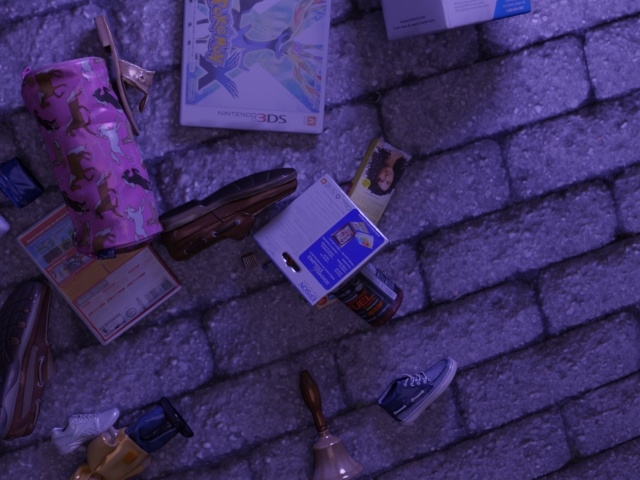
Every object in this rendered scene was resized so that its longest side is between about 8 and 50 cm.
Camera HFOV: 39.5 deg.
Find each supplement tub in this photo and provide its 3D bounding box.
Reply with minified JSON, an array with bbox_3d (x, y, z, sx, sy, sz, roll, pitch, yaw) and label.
[{"bbox_3d":[0.075,0.089,1.901,0.198,0.106,0.106,40,89,-16],"label":"supplement tub"}]

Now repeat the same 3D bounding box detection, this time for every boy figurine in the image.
[{"bbox_3d":[-0.409,0.440,1.831,0.285,0.092,0.177,-36,141,-12],"label":"boy figurine"}]

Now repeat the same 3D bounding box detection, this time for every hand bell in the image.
[{"bbox_3d":[0.001,0.402,1.953,0.126,0.126,0.242,-17,90,-10],"label":"hand bell"}]

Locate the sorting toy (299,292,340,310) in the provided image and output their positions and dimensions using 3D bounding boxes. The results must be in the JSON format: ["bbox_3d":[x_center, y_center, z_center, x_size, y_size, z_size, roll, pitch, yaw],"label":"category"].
[{"bbox_3d":[-0.002,0.123,1.937,0.083,0.012,0.062,-25,104,-8],"label":"sorting toy"}]

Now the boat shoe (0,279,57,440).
[{"bbox_3d":[-0.591,0.240,1.778,0.116,0.123,0.324,19,85,-49],"label":"boat shoe"}]

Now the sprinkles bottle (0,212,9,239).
[{"bbox_3d":[-0.757,0.064,1.695,0.121,0.121,0.355,44,88,-16],"label":"sprinkles bottle"}]

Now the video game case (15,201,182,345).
[{"bbox_3d":[-0.447,0.046,1.814,0.204,0.025,0.285,-37,105,-5],"label":"video game case"}]

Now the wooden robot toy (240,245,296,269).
[{"bbox_3d":[-0.077,0.028,1.869,0.173,0.079,0.076,-5,100,-13],"label":"wooden robot toy"}]

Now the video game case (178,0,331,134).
[{"bbox_3d":[-0.131,-0.388,1.811,0.299,0.036,0.329,2,98,-14],"label":"video game case"}]

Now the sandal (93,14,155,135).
[{"bbox_3d":[-0.365,-0.330,1.740,0.079,0.088,0.240,-19,98,-5],"label":"sandal"}]

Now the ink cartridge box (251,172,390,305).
[{"bbox_3d":[0.000,0.000,1.828,0.208,0.045,0.206,-40,70,-5],"label":"ink cartridge box"}]

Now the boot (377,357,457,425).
[{"bbox_3d":[0.217,0.322,1.990,0.086,0.069,0.190,41,90,-19],"label":"boot"}]

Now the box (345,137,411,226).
[{"bbox_3d":[0.101,-0.097,1.902,0.087,0.058,0.232,25,93,-15],"label":"box"}]

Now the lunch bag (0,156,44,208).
[{"bbox_3d":[-0.593,-0.113,1.731,0.065,0.067,0.098,-38,104,-5],"label":"lunch bag"}]

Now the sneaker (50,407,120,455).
[{"bbox_3d":[-0.487,0.384,1.846,0.152,0.053,0.061,-30,102,-6],"label":"sneaker"}]

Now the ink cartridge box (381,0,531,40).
[{"bbox_3d":[0.242,-0.614,1.739,0.285,0.166,0.395,-21,105,-41],"label":"ink cartridge box"}]

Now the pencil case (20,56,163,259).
[{"bbox_3d":[-0.436,-0.157,1.698,0.167,0.160,0.386,-24,98,-48],"label":"pencil case"}]

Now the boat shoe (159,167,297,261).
[{"bbox_3d":[-0.180,-0.055,1.826,0.307,0.111,0.104,-21,107,1],"label":"boat shoe"}]
